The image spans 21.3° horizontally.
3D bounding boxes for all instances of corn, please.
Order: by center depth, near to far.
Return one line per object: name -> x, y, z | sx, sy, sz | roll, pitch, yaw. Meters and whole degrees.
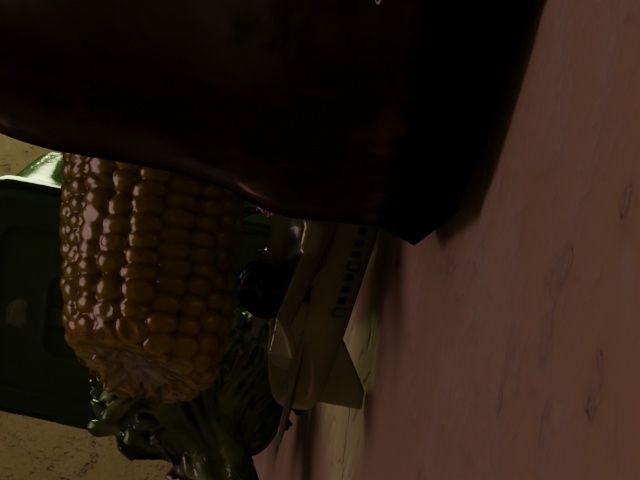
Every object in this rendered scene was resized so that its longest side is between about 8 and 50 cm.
corn -> -0.111, -0.087, 1.169 | 0.144, 0.144, 0.387 | 121, 153, -74

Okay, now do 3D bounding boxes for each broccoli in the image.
broccoli -> -0.094, 0.164, 1.389 | 0.177, 0.198, 0.275 | -31, 40, 19

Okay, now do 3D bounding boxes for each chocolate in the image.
chocolate -> -0.071, -0.203, 0.934 | 0.383, 0.331, 0.383 | -169, 90, -82

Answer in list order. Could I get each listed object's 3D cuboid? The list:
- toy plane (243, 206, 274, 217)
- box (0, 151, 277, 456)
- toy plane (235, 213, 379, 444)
toy plane -> -0.075, -0.069, 1.591 | 0.189, 0.061, 0.130 | -15, 58, 33
box -> -0.180, 0.049, 1.682 | 0.178, 0.329, 0.252 | -77, -2, -65
toy plane -> 0.000, 0.000, 1.141 | 0.242, 0.104, 0.256 | -36, -52, -78
